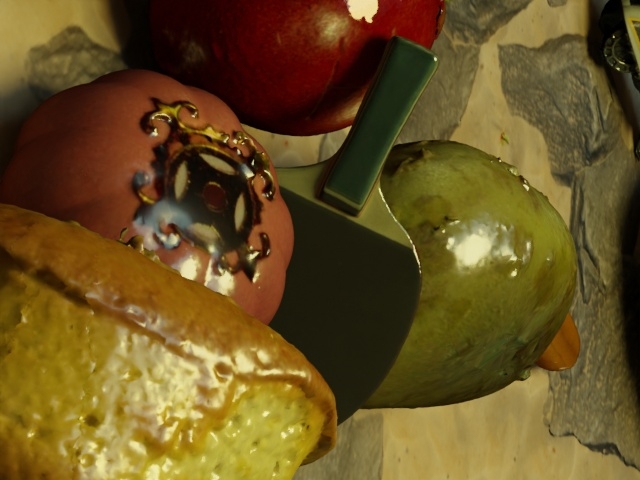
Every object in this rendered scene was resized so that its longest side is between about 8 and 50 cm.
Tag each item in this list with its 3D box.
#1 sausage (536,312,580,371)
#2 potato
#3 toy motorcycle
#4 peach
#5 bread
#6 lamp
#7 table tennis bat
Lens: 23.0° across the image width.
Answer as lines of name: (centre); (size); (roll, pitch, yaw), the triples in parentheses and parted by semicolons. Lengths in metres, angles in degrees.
sausage: (0.193, 0.058, 1.446); (0.183, 0.054, 0.062); (56, 8, -34)
potato: (0.079, 0.028, 1.134); (0.173, 0.210, 0.307); (48, 13, 23)
toy motorcycle: (0.396, -0.187, 1.723); (0.091, 0.157, 0.263); (-80, 149, -49)
peach: (-0.020, -0.154, 1.025); (0.197, 0.197, 0.197); (16, 71, -57)
bread: (-0.132, 0.079, 0.740); (0.268, 0.268, 0.145); (46, 58, -45)
lamp: (-0.103, -0.007, 0.903); (0.182, 0.140, 0.182); (23, 55, -37)
table tennis bat: (0.000, 0.000, 0.985); (0.274, 0.154, 0.021); (-63, -177, 13)
